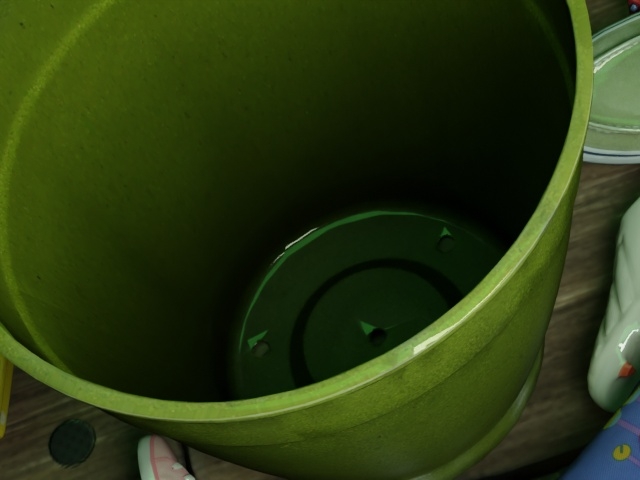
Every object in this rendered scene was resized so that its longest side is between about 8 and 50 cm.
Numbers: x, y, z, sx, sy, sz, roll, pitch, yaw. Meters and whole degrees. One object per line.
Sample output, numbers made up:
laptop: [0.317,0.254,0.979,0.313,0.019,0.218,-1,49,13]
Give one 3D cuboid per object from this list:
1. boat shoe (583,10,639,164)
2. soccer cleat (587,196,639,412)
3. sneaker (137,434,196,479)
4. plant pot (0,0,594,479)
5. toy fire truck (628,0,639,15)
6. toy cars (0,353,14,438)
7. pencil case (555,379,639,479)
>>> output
boat shoe: [0.295,-0.133,1.078,0.302,0.094,0.109,-17,81,6]
soccer cleat: [0.224,0.028,1.054,0.076,0.068,0.196,15,69,44]
sneaker: [-0.078,0.187,1.062,0.070,0.051,0.134,-22,63,3]
plant pot: [0.000,0.000,0.960,0.367,0.353,0.366,-7,61,12]
toy fire truck: [0.183,-0.193,1.183,0.192,0.047,0.135,33,77,27]
toy cars: [-0.373,0.190,1.130,0.394,0.087,0.176,-43,55,-4]
pencil case: [0.222,0.143,0.951,0.119,0.133,0.306,38,80,24]
